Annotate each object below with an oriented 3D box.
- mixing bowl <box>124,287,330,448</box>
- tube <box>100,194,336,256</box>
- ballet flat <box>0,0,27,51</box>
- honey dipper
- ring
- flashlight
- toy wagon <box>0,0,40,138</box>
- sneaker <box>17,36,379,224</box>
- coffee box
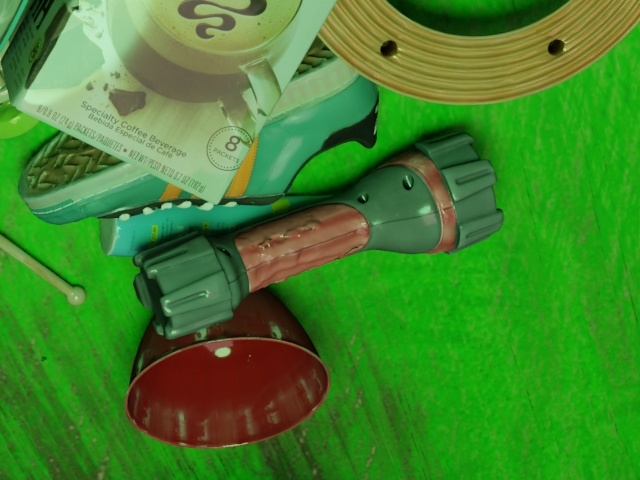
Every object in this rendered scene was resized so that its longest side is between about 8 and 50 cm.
[{"bbox_3d":[-0.088,0.098,1.562,0.181,0.098,0.181,-7,145,-5],"label":"mixing bowl"},{"bbox_3d":[-0.086,-0.011,1.528,0.207,0.052,0.080,1,134,-22],"label":"tube"},{"bbox_3d":[-0.208,-0.220,1.228,0.068,0.072,0.213,28,115,-22],"label":"ballet flat"},{"bbox_3d":[-0.259,0.012,1.512,0.030,0.030,0.161,-36,131,15],"label":"honey dipper"},{"bbox_3d":[0.127,-0.265,1.352,0.337,0.032,0.336,-5,115,-11],"label":"ring"},{"bbox_3d":[0.000,0.000,1.476,0.304,0.103,0.103,-20,147,-17],"label":"flashlight"},{"bbox_3d":[-0.302,-0.184,1.318,0.344,0.068,0.267,-23,130,3],"label":"toy wagon"},{"bbox_3d":[-0.091,-0.066,1.438,0.302,0.108,0.121,-22,125,2],"label":"sneaker"},{"bbox_3d":[-0.079,-0.200,1.239,0.168,0.119,0.297,26,103,-22],"label":"coffee box"}]
